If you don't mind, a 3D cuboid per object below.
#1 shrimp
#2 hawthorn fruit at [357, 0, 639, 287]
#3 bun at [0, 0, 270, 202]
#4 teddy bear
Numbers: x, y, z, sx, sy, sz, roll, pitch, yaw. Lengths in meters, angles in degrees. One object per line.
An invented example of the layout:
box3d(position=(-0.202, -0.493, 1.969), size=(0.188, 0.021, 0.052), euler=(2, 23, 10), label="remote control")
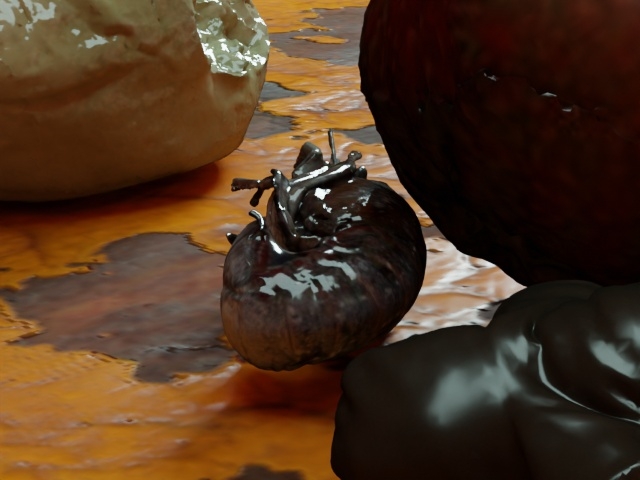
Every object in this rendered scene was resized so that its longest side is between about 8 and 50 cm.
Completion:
box3d(position=(0.000, 0.000, 0.544), size=(0.065, 0.057, 0.165), euler=(-7, 15, -1), label="shrimp")
box3d(position=(0.122, -0.082, 0.524), size=(0.235, 0.181, 0.181), euler=(-44, 37, -19), label="hawthorn fruit")
box3d(position=(-0.133, -0.090, 0.722), size=(0.237, 0.116, 0.210), euler=(-11, 21, -26), label="bun")
box3d(position=(0.083, 0.037, 0.395), size=(0.160, 0.078, 0.119), euler=(-1, 22, -6), label="teddy bear")
